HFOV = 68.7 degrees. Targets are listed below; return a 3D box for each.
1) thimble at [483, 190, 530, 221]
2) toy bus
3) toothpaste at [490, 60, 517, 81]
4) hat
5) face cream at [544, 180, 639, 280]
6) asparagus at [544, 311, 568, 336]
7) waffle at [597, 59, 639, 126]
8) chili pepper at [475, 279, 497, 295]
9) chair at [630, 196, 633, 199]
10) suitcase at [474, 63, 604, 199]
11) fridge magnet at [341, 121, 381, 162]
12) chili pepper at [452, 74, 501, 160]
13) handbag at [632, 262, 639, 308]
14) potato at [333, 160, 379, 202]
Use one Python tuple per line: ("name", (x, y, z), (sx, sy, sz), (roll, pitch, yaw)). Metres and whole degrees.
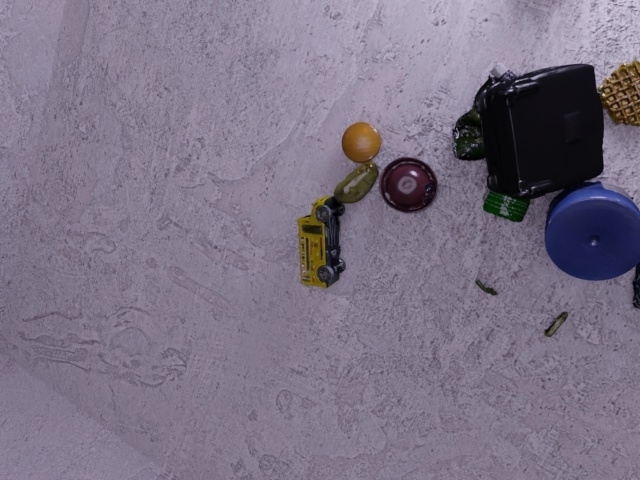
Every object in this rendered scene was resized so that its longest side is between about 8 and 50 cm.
("thimble", (0.597, -0.113, 1.496), (0.130, 0.118, 0.090), (17, 102, -10))
("toy bus", (0.000, 0.000, 1.730), (0.152, 0.144, 0.329), (4, 103, 25))
("toothpaste", (0.611, -0.474, 1.469), (0.193, 0.045, 0.071), (47, 120, 1))
("hat", (0.298, -0.188, 1.611), (0.206, 0.089, 0.205), (4, 101, 20))
("face cream", (0.790, -0.035, 1.360), (0.249, 0.225, 0.248), (9, 112, 24))
("asparagus", (0.777, 0.276, 1.542), (0.025, 0.021, 0.108), (36, 110, 13))
("waffle", (0.914, -0.427, 1.360), (0.191, 0.038, 0.190), (3, 99, 21))
("chili pepper", (0.568, 0.166, 1.604), (0.083, 0.022, 0.027), (36, 111, 16))
("chair", (0.918, -0.126, 1.410), (0.042, 0.037, 0.086), (-22, 95, 35))
("suitcase", (0.641, -0.314, 1.351), (0.340, 0.188, 0.344), (-17, 103, -8))
("fridge magnet", (0.145, -0.346, 1.657), (0.143, 0.063, 0.142), (4, 102, 19))
("chili pepper", (0.521, -0.372, 1.492), (0.148, 0.116, 0.264), (26, 107, -2))
("handbag", (1.022, 0.100, 1.370), (0.162, 0.113, 0.259), (8, 95, 13))
("potato", (0.132, -0.204, 1.674), (0.188, 0.105, 0.085), (-47, 39, 19))
